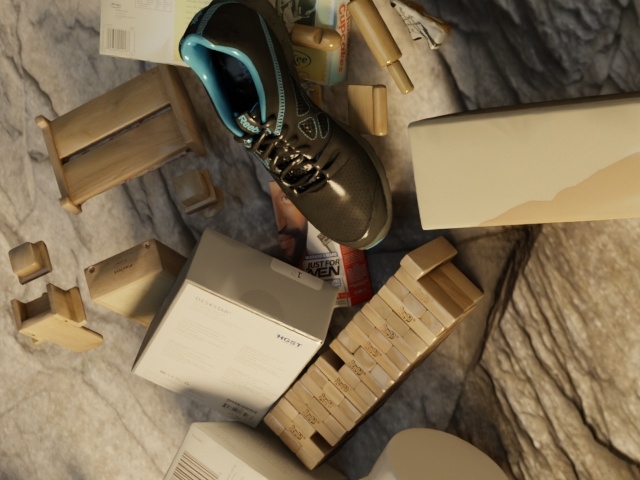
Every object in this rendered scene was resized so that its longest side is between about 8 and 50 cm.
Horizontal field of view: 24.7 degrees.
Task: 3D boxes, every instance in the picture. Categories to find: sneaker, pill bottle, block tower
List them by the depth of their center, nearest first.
[{"bbox_3d":[-0.047,-0.118,1.675,0.125,0.139,0.340,-32,100,30],"label":"sneaker"},{"bbox_3d":[0.109,-0.250,1.689,0.083,0.032,0.037,38,119,24],"label":"sneaker"},{"bbox_3d":[0.079,0.410,1.749,0.204,0.204,0.361,40,120,23],"label":"pill bottle"},{"bbox_3d":[0.061,0.145,1.769,0.097,0.091,0.335,45,123,12],"label":"block tower"}]

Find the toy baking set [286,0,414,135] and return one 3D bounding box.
[{"bbox_3d":[-0.012,-0.224,1.707,0.197,0.030,0.256,-23,96,25],"label":"toy baking set"}]

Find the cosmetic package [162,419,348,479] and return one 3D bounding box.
[{"bbox_3d":[-0.093,0.328,1.848,0.151,0.184,0.151,32,101,27],"label":"cosmetic package"}]

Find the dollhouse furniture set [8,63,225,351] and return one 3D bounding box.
[{"bbox_3d":[-0.276,-0.070,1.944,0.303,0.174,0.355,-24,67,12],"label":"dollhouse furniture set"}]

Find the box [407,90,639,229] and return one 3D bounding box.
[{"bbox_3d":[0.262,-0.088,1.545,0.311,0.148,0.121,-3,99,38],"label":"box"}]

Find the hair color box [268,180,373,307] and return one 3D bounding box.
[{"bbox_3d":[0.000,0.000,1.809,0.093,0.053,0.167,-8,94,38],"label":"hair color box"}]

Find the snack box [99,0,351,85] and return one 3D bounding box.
[{"bbox_3d":[-0.117,-0.302,1.786,0.322,0.060,0.187,11,107,21],"label":"snack box"}]

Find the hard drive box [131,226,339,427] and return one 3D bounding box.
[{"bbox_3d":[-0.108,0.113,1.800,0.181,0.089,0.232,26,141,-9],"label":"hard drive box"}]
